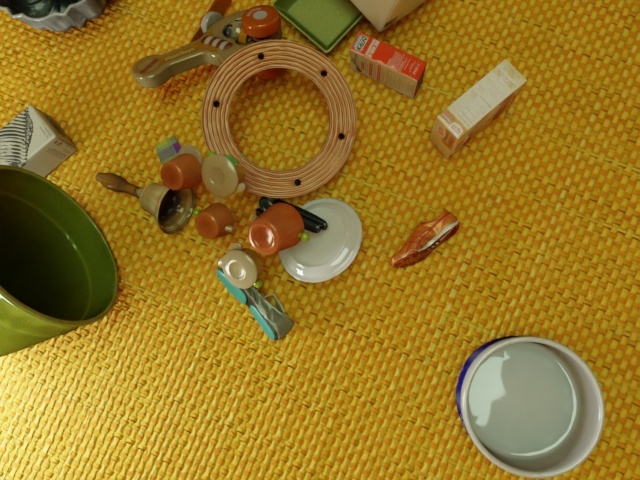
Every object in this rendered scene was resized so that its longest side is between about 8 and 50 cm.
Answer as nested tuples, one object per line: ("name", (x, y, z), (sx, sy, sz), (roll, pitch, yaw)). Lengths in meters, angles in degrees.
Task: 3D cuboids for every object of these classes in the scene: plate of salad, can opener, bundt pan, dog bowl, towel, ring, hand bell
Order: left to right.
("bundt pan", (-0.637, -0.653, 1.246), (0.330, 0.124, 0.331), (-1, 81, 5))
("hand bell", (-0.421, -0.114, 1.177), (0.242, 0.126, 0.126), (22, 84, 20))
("towel", (-0.352, -0.201, 1.215), (0.060, 0.009, 0.083), (-30, 80, 1))
("ring", (-0.089, -0.261, 1.115), (0.336, 0.032, 0.337), (0, 97, -3))
("can opener", (-0.064, -0.058, 1.131), (0.186, 0.059, 0.073), (18, 127, 28))
("plate of salad", (0.000, 0.000, 1.129), (0.199, 0.048, 0.200), (-9, 65, 21))
("dog bowl", (0.411, 0.324, 1.029), (0.264, 0.104, 0.265), (-1, 82, 5))

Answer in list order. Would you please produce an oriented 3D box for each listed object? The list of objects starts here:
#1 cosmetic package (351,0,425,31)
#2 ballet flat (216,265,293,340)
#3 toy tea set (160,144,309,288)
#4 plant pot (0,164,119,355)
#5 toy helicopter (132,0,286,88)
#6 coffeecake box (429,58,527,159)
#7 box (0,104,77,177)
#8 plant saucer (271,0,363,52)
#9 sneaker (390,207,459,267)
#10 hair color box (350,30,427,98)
("cosmetic package", (0.099, -0.683, 1.126), (0.385, 0.156, 0.217), (46, 69, 3))
("ballet flat", (-0.141, 0.126, 1.132), (0.068, 0.072, 0.213), (-37, 80, -29))
("toy tea set", (-0.175, -0.075, 1.067), (0.200, 0.124, 0.336), (-36, 90, 33))
("plant pot", (-0.686, 0.094, 1.059), (0.353, 0.366, 0.367), (-32, 80, 13))
("toy helicopter", (-0.262, -0.449, 1.173), (0.355, 0.140, 0.235), (-26, 58, -10))
("coffeecake box", (0.331, -0.275, 1.099), (0.185, 0.142, 0.068), (-40, 80, -1))
("box", (-0.726, -0.179, 1.202), (0.275, 0.094, 0.113), (-42, 81, -2))
("plant saucer", (0.013, -0.556, 1.215), (0.188, 0.045, 0.188), (43, 88, 9))
("sneaker", (0.220, -0.002, 1.121), (0.175, 0.064, 0.067), (-36, 61, -6))
("hair color box", (0.151, -0.394, 1.157), (0.167, 0.093, 0.053), (27, 84, 7))
